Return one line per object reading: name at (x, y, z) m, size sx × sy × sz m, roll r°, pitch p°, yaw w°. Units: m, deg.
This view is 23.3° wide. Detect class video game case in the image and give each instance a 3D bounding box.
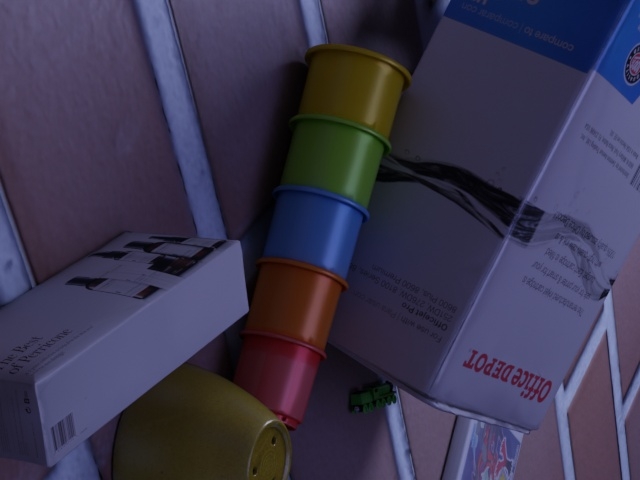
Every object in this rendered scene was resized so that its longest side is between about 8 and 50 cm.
video game case at (0.184, 0.274, 1.793) m, size 0.183 × 0.023 × 0.201 m, roll 49°, pitch 52°, yaw -55°

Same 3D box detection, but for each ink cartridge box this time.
ink cartridge box at (0.178, -0.042, 1.426) m, size 0.395 × 0.166 × 0.285 m, roll -63°, pitch 150°, yaw 1°

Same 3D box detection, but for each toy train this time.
toy train at (0.052, 0.153, 1.512) m, size 0.083 × 0.017 × 0.024 m, roll -8°, pitch 91°, yaw -63°

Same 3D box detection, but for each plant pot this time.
plant pot at (-0.079, 0.162, 1.162) m, size 0.134 × 0.095 × 0.134 m, roll -20°, pitch 113°, yaw -60°

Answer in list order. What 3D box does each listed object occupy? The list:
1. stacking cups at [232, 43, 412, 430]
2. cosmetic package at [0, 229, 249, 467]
stacking cups at (0.000, 0.000, 1.288) m, size 0.096 × 0.096 × 0.316 m, roll 36°, pitch 63°, yaw -60°
cosmetic package at (-0.148, 0.061, 1.004) m, size 0.239 × 0.098 × 0.060 m, roll -38°, pitch 126°, yaw -56°
